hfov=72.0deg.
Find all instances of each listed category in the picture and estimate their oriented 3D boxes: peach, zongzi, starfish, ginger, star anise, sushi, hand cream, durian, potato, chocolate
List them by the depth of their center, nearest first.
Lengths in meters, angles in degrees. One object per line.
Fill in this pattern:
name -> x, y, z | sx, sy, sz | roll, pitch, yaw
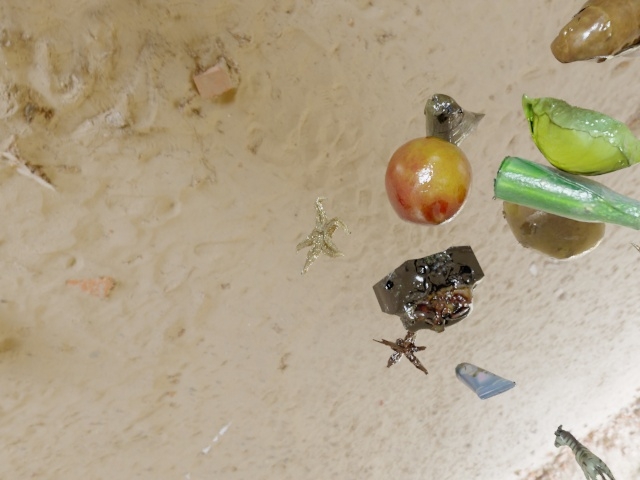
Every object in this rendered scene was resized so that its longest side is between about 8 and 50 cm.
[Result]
ginger -> 0.491, -0.347, 0.716 | 0.309, 0.133, 0.106 | -26, 103, -38
durian -> 0.498, -0.205, 0.860 | 0.101, 0.250, 0.139 | -27, 132, -11
chocolate -> 0.525, -0.095, 0.933 | 0.110, 0.291, 0.110 | -35, 138, -39
hand cream -> 0.394, 0.347, 1.093 | 0.088, 0.055, 0.256 | -19, 175, -2
sushi -> 0.320, 0.158, 1.264 | 0.227, 0.212, 0.215 | -11, 161, -25
potato -> 0.681, -0.051, 1.288 | 0.239, 0.299, 0.116 | -47, 179, 35
star anise -> 0.258, 0.346, 1.403 | 0.141, 0.158, 0.144 | -8, 160, 26
peach -> 0.364, -0.188, 1.481 | 0.308, 0.332, 0.307 | -1, 138, -1
starfish -> 0.003, 0.001, 1.619 | 0.060, 0.299, 0.302 | 10, 135, -35
zongzi -> 0.532, -0.486, 1.686 | 0.300, 0.138, 0.286 | -36, 147, -9

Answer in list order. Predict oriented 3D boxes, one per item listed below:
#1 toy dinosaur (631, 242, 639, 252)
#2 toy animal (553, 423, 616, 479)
toy dinosaur -> 0.598, 0.079, 0.729 | 0.044, 0.187, 0.106 | -33, 169, 18
toy animal -> 0.778, 0.645, 1.286 | 0.074, 0.175, 0.217 | -30, 168, 1
